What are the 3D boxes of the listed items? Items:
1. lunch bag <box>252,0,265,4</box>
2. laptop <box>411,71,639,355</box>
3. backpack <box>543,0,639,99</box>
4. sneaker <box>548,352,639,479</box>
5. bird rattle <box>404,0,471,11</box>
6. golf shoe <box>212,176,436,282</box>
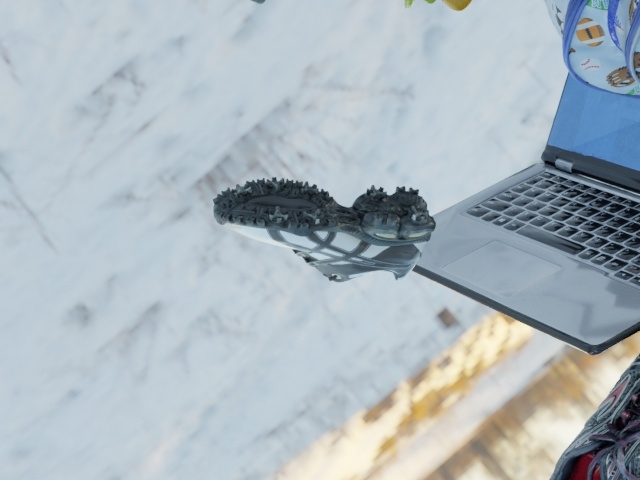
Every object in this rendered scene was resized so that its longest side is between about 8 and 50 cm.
[{"bbox_3d":[-0.094,-0.444,1.696,0.169,0.287,0.235,11,134,-33],"label":"lunch bag"},{"bbox_3d":[0.301,-0.115,1.656,0.408,0.236,0.382,-26,-153,-24],"label":"laptop"},{"bbox_3d":[0.306,-0.226,1.233,0.276,0.213,0.263,7,145,-16],"label":"backpack"},{"bbox_3d":[0.325,0.194,1.556,0.112,0.121,0.299,5,118,-46],"label":"sneaker"},{"bbox_3d":[0.165,-0.325,1.537,0.253,0.143,0.207,-39,-145,15],"label":"bird rattle"},{"bbox_3d":[0.000,0.000,1.377,0.077,0.198,0.094,-94,-168,-53],"label":"golf shoe"}]
